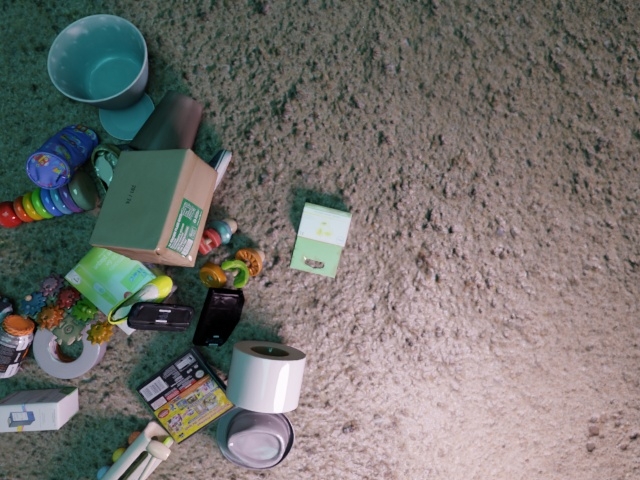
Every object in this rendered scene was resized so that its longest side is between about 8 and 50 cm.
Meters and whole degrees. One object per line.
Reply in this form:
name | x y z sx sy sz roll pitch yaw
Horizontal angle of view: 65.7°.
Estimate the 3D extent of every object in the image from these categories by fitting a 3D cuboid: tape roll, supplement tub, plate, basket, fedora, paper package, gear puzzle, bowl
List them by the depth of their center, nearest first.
paper package | -0.500 -0.104 1.508 0.310 0.168 0.324 4 72 30
bowl | -0.693 -0.553 1.615 0.312 0.163 0.311 0 77 1
gear puzzle | -0.828 0.243 1.624 0.339 0.044 0.175 30 65 14
tape roll | -0.180 0.442 1.632 0.246 0.246 0.169 10 90 -3
supplement tub | -1.029 0.348 1.636 0.117 0.117 0.190 31 104 -3
basket | -0.495 -0.368 1.654 0.204 0.154 0.226 27 83 -30
tape roll | -0.849 0.353 1.685 0.220 0.072 0.219 0 91 -2
fedora | -0.227 0.684 1.694 0.276 0.124 0.243 17 90 -3
plate | -0.663 -0.437 1.706 0.188 0.024 0.188 0 91 -4

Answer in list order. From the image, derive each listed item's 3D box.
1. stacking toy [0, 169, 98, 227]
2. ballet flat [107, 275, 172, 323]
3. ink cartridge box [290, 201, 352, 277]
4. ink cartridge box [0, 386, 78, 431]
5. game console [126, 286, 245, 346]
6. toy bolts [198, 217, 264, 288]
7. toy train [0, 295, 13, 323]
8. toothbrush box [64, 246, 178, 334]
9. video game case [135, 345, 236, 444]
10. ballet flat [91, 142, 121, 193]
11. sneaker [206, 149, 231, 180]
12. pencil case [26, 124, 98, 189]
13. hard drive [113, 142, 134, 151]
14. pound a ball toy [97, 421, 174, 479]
stacking toy | -0.928 -0.127 1.651 0.331 0.141 0.141 -16 92 2
ballet flat | -0.576 0.194 1.573 0.231 0.077 0.077 -34 93 -3
ink cartridge box | 0.000 0.000 1.730 0.171 0.056 0.234 14 88 -3
ink cartridge box | -0.941 0.558 1.642 0.213 0.154 0.093 -1 93 -4
game console | -0.434 0.243 1.615 0.362 0.044 0.213 10 111 -32
toy bolts | -0.322 0.039 1.701 0.218 0.158 0.228 -21 105 38
toy train | -1.196 0.196 1.640 0.334 0.142 0.190 37 80 -3
toothbrush box | -0.662 0.140 1.667 0.283 0.122 0.206 44 88 -4
video game case | -0.457 0.530 1.691 0.275 0.035 0.248 -37 92 14
ballet flat | -0.663 -0.157 1.650 0.123 0.123 0.348 -22 98 -2
sneaker | -0.420 -0.182 1.670 0.128 0.126 0.321 29 91 -8
pencil case | -0.806 -0.270 1.572 0.133 0.306 0.119 34 112 -21
hard drive | -0.658 -0.287 1.708 0.135 0.022 0.094 -7 91 -2
pound a ball toy | -0.625 0.739 1.634 0.136 0.208 0.319 41 90 -3
